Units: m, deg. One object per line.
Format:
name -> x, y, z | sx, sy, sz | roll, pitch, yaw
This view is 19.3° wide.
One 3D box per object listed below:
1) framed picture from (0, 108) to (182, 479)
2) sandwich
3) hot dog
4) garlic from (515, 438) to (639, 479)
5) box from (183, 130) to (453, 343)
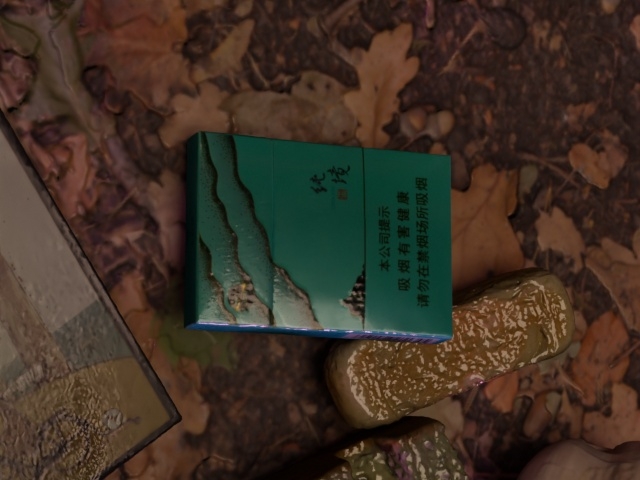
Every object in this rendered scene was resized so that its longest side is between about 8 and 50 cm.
framed picture -> -0.278, 0.080, 1.460 | 0.244, 0.013, 0.324 | -36, 111, -23
sandwich -> 0.010, 0.241, 1.570 | 0.235, 0.128, 0.122 | -23, 96, -26
hot dog -> 0.108, 0.091, 1.641 | 0.242, 0.073, 0.084 | -21, 100, -23
garlic -> 0.277, 0.278, 1.690 | 0.281, 0.184, 0.203 | 35, 57, -25
box -> 0.000, 0.000, 1.555 | 0.226, 0.042, 0.161 | 5, 76, -20
